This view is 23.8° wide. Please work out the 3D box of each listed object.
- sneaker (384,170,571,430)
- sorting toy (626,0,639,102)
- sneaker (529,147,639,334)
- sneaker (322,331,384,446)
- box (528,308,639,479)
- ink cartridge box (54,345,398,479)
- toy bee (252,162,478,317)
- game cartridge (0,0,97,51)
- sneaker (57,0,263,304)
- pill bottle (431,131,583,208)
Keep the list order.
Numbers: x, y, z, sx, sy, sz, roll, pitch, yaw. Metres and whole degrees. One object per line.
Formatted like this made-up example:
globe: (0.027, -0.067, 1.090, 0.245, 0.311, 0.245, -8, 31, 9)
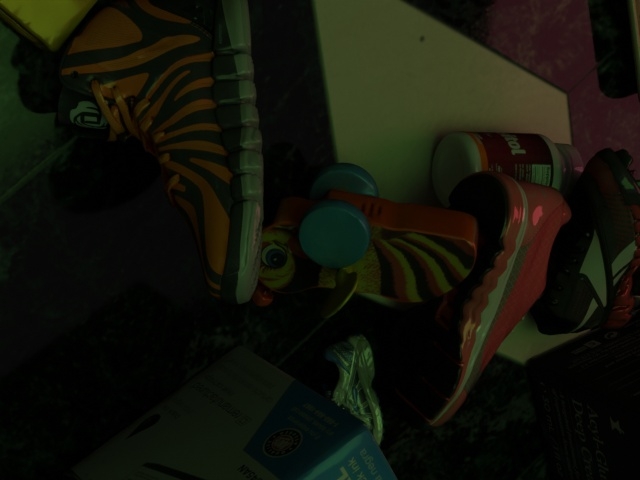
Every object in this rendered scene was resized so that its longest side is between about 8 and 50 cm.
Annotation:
sneaker: (0.176, 0.074, 1.603, 0.136, 0.116, 0.314, 0, 124, -36)
sorting toy: (0.422, -0.273, 1.739, 0.208, 0.038, 0.193, -21, 111, -27)
sneaker: (0.282, 0.013, 1.646, 0.135, 0.098, 0.276, -16, 143, -11)
sneaker: (0.030, 0.168, 1.626, 0.058, 0.052, 0.135, -13, 100, -15)
box: (0.444, 0.274, 1.667, 0.212, 0.395, 0.294, -22, 111, -22)
ink cartridge box: (-0.139, 0.304, 1.425, 0.395, 0.285, 0.166, -36, 116, -17)
toy bee: (0.000, 0.000, 1.523, 0.195, 0.298, 0.162, -39, 154, -53)
game cartridge: (-0.248, -0.379, 1.348, 0.285, 0.052, 0.324, 42, 79, -29)
sneaker: (-0.145, -0.084, 1.377, 0.180, 0.125, 0.321, -4, 60, -6)
pill bottle: (0.203, -0.074, 1.636, 0.152, 0.086, 0.086, -1, 102, -29)
